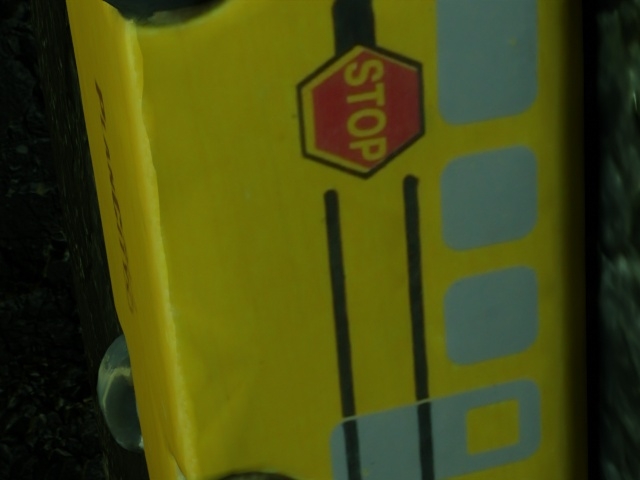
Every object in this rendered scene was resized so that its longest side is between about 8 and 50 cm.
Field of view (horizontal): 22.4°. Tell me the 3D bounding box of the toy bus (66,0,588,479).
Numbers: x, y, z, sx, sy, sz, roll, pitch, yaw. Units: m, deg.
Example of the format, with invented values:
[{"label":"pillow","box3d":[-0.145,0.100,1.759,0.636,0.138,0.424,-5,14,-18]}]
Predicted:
[{"label":"toy bus","box3d":[0.000,0.000,0.449,0.108,0.130,0.332,-124,25,-60]}]
